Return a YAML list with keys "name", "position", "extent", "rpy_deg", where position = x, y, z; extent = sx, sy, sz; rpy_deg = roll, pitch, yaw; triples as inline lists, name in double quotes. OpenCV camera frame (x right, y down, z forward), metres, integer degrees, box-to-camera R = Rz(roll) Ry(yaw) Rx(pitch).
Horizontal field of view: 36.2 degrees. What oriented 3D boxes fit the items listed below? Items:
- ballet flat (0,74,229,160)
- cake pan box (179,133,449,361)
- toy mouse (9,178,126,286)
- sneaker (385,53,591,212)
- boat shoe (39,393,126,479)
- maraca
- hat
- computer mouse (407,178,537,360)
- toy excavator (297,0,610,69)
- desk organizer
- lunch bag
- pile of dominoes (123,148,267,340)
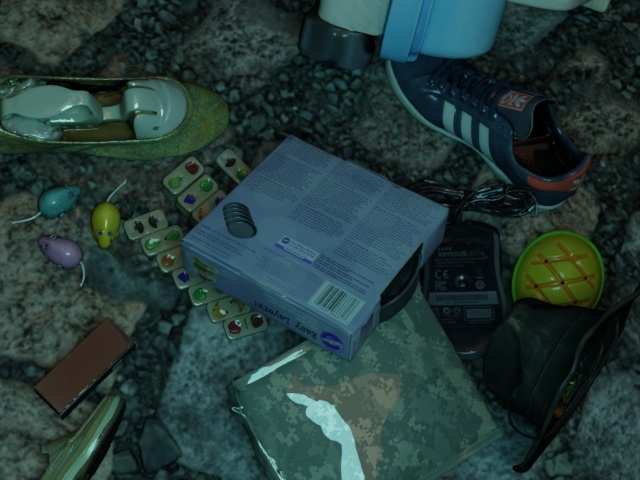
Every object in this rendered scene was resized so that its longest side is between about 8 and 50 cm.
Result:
- name: "ballet flat"
  position: [-0.288, -0.172, 1.312]
  extent: [0.348, 0.123, 0.123]
  rpy_deg: [-3, 75, -15]
- name: "cake pan box"
  position: [0.000, 0.000, 1.244]
  extent: [0.266, 0.070, 0.246]
  rpy_deg: [26, 54, 19]
- name: "toy mouse"
  position: [-0.339, -0.022, 1.300]
  extent: [0.143, 0.031, 0.161]
  rpy_deg: [8, 72, -11]
- name: "sneaker"
  position: [0.252, -0.195, 1.430]
  extent: [0.350, 0.148, 0.131]
  rpy_deg: [39, 69, 0]
- name: "boat shoe"
  position: [-0.312, 0.267, 1.208]
  extent: [0.072, 0.068, 0.190]
  rpy_deg: [26, 70, 7]
- name: "maraca"
  position: [0.332, 0.077, 1.401]
  extent: [0.127, 0.099, 0.186]
  rpy_deg: [22, 93, 8]
- name: "hat"
  position: [0.295, 0.145, 1.276]
  extent: [0.134, 0.331, 0.331]
  rpy_deg: [35, 68, 21]
- name: "computer mouse"
  position: [0.209, 0.047, 1.387]
  extent: [0.188, 0.072, 0.272]
  rpy_deg: [3, 66, 8]
- name: "toy excavator"
  position: [0.223, -0.369, 1.407]
  extent: [0.445, 0.222, 0.433]
  rpy_deg: [15, 30, 0]
- name: "desk organizer"
  position: [-0.299, 0.162, 1.249]
  extent: [0.050, 0.047, 0.130]
  rpy_deg: [43, 69, 4]
- name: "lunch bag"
  position: [0.044, 0.225, 1.248]
  extent: [0.287, 0.169, 0.235]
  rpy_deg: [-26, 81, -23]
- name: "pile of dominoes"
  position: [-0.120, 0.002, 1.341]
  extent: [0.251, 0.040, 0.196]
  rpy_deg: [46, 69, 3]
